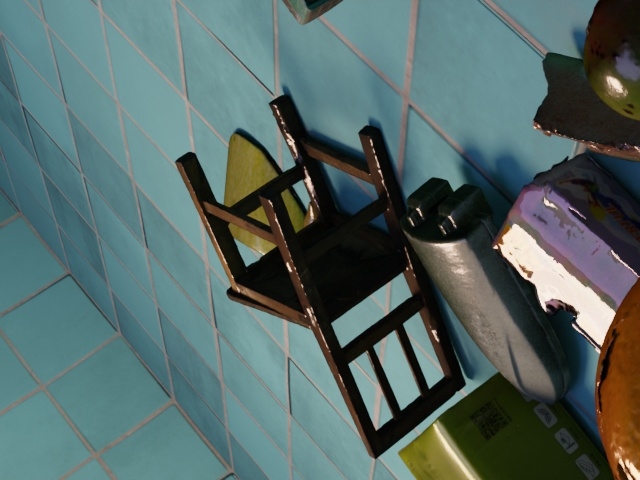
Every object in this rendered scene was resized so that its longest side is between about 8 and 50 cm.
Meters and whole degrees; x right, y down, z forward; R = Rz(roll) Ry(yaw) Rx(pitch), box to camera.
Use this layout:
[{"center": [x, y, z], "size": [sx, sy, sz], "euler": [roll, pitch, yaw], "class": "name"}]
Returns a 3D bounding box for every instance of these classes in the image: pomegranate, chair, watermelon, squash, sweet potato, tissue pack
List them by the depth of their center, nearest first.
[{"center": [0.267, -0.153, 1.060], "size": [0.130, 0.130, 0.130], "euler": [46, 158, 25], "class": "pomegranate"}, {"center": [0.262, -0.096, 1.221], "size": [0.155, 0.080, 0.101], "euler": [15, 146, 39], "class": "watermelon"}, {"center": [0.255, 0.314, 1.714], "size": [0.275, 0.167, 0.200], "euler": [53, 160, 10], "class": "tissue pack"}, {"center": [0.006, 0.047, 1.839], "size": [0.240, 0.203, 0.416], "euler": [22, 139, 50], "class": "chair"}, {"center": [-0.001, -0.003, 2.006], "size": [0.041, 0.038, 0.153], "euler": [-112, 3, -49], "class": "sweet potato"}, {"center": [-0.066, -0.050, 2.112], "size": [0.204, 0.155, 0.237], "euler": [24, -177, -41], "class": "squash"}]

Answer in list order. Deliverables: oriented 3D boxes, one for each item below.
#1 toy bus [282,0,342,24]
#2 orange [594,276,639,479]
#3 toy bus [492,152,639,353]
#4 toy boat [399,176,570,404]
[{"center": [-0.061, -0.366, 1.514], "size": [0.262, 0.091, 0.109], "euler": [56, 167, 4], "class": "toy bus"}, {"center": [0.353, 0.122, 1.059], "size": [0.284, 0.226, 0.284], "euler": [-5, 83, 45], "class": "orange"}, {"center": [0.311, 0.061, 1.298], "size": [0.317, 0.112, 0.138], "euler": [46, 147, 24], "class": "toy bus"}, {"center": [0.206, 0.071, 1.576], "size": [0.141, 0.092, 0.319], "euler": [18, 145, 58], "class": "toy boat"}]
